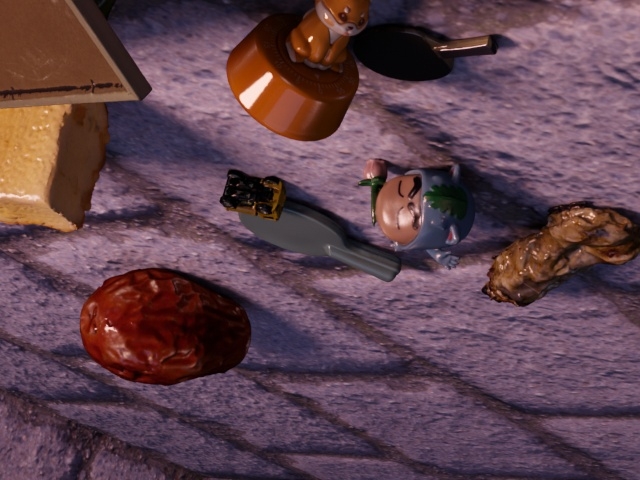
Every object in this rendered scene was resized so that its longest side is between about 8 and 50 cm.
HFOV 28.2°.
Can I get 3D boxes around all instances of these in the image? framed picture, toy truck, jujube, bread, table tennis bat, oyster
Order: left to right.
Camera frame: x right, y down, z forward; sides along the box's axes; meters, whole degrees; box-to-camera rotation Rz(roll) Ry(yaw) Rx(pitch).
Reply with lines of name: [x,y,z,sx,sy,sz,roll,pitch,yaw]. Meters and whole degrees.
framed picture: [-0.321,-0.228,1.197,0.335,0.022,0.247,3,134,49]
bread: [-0.399,-0.113,1.547,0.274,0.185,0.114,4,162,23]
jujube: [-0.255,0.145,2.101,0.290,0.197,0.197,10,164,-35]
toy truck: [-0.085,-0.056,1.675,0.083,0.049,0.054,11,160,10]
table tennis bat: [0.000,0.000,1.782,0.244,0.040,0.153,22,158,-10]
table tennis bat: [0.104,-0.189,1.278,0.158,0.014,0.095,-1,153,37]
oyster: [0.300,0.035,1.650,0.128,0.079,0.345,11,158,-18]

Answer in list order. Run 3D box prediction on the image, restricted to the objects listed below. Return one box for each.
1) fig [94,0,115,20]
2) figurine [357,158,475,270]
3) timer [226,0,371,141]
fig: [-0.258,-0.230,1.266,0.117,0.117,0.177,27,154,-31]
figurine: [0.108,-0.032,1.554,0.144,0.114,0.178,17,167,-4]
timer: [-0.001,-0.192,1.229,0.132,0.132,0.152,22,135,-20]
